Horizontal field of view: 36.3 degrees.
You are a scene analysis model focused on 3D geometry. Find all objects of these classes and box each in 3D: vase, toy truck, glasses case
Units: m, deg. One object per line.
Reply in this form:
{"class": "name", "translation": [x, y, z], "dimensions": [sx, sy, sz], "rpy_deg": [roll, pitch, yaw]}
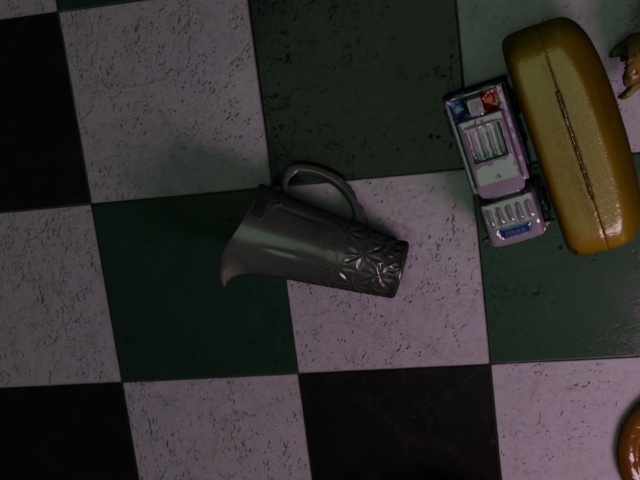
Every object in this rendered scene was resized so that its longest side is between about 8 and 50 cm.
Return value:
{"class": "vase", "translation": [0.000, 0.000, 1.688], "dimensions": [0.301, 0.156, 0.250], "rpy_deg": [16, 80, 2]}
{"class": "toy truck", "translation": [0.287, -0.122, 1.582], "dimensions": [0.124, 0.155, 0.267], "rpy_deg": [-17, 99, 15]}
{"class": "glasses case", "translation": [0.406, -0.167, 1.537], "dimensions": [0.141, 0.173, 0.371], "rpy_deg": [-17, 101, 16]}

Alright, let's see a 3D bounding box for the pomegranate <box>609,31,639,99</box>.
{"class": "pomegranate", "translation": [0.583, -0.306, 1.447], "dimensions": [0.341, 0.260, 0.260], "rpy_deg": [-19, 99, 48]}

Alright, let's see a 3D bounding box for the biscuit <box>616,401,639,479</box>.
{"class": "biscuit", "translation": [0.644, 0.369, 1.681], "dimensions": [0.262, 0.037, 0.261], "rpy_deg": [3, 103, 12]}
